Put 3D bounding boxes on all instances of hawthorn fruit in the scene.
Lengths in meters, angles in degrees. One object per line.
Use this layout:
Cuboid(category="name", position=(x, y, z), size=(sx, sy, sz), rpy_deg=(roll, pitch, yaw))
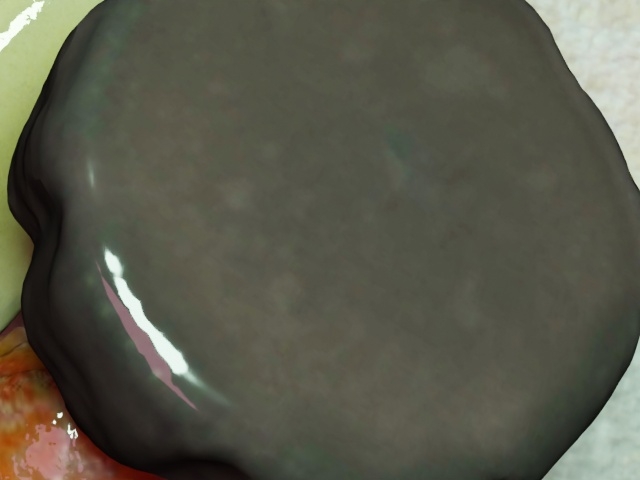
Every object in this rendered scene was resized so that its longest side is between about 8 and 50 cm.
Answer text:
Cuboid(category="hawthorn fruit", position=(-0.110, 0.119, 0.660), size=(0.173, 0.173, 0.173), rpy_deg=(0, 90, 11))

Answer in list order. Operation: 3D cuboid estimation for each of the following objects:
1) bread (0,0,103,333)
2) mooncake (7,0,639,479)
Cuboid(category="bread", position=(-0.155, -0.044, 0.667), size=(0.178, 0.139, 0.060), rpy_deg=(-44, 37, -17))
Cuboid(category="mooncake", position=(0.000, 0.000, 0.596), size=(0.283, 0.141, 0.283), rpy_deg=(11, 61, -21))
